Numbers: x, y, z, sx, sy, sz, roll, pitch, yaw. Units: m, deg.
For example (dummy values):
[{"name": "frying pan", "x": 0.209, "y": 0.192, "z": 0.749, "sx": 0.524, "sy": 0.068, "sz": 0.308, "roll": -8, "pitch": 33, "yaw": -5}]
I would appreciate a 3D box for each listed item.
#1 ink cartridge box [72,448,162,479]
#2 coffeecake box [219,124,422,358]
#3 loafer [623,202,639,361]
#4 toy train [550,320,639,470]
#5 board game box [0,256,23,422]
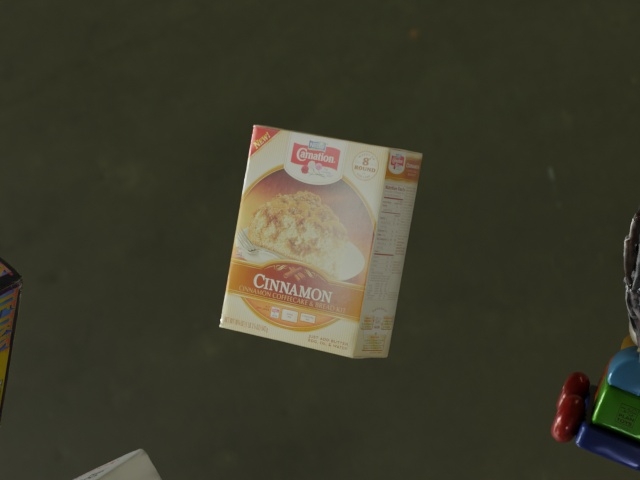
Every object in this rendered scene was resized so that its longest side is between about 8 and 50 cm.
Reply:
[{"name": "ink cartridge box", "x": -0.240, "y": 0.325, "z": 1.722, "sx": 0.171, "sy": 0.168, "sz": 0.233, "roll": -27, "pitch": 1, "yaw": 28}, {"name": "coffeecake box", "x": 0.000, "y": 0.000, "z": 1.673, "sx": 0.142, "sy": 0.068, "sz": 0.185, "roll": 11, "pitch": 93, "yaw": 30}, {"name": "loafer", "x": 0.225, "y": 0.042, "z": 1.180, "sx": 0.095, "sy": 0.302, "sz": 0.109, "roll": 20, "pitch": 45, "yaw": 42}, {"name": "toy train", "x": 0.280, "y": 0.105, "z": 1.654, "sx": 0.105, "sy": 0.143, "sz": 0.248, "roll": 22, "pitch": 12, "yaw": 6}, {"name": "board game box", "x": -0.242, "y": 0.097, "z": 1.055, "sx": 0.048, "sy": 0.170, "sz": 0.141, "roll": 35, "pitch": 41, "yaw": 23}]
